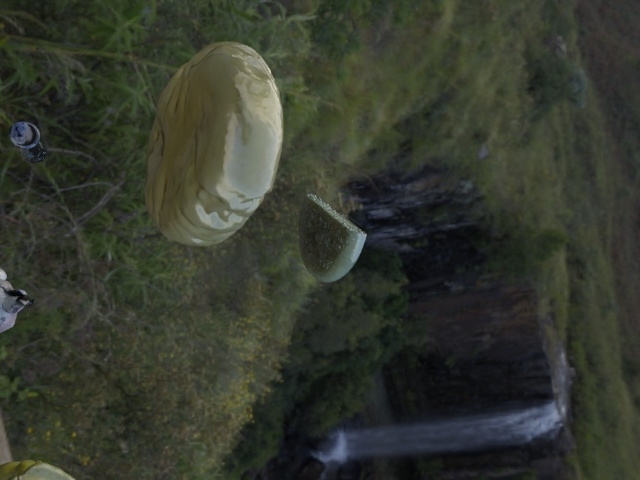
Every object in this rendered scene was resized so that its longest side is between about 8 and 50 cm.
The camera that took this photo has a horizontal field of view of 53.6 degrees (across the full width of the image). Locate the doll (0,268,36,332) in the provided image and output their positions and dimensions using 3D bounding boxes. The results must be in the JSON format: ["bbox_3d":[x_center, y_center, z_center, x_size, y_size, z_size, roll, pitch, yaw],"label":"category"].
[{"bbox_3d":[-0.613,0.101,1.130,0.149,0.192,0.095,-46,160,-9],"label":"doll"}]

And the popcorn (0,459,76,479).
[{"bbox_3d":[-0.348,0.342,0.684,0.169,0.189,0.218,30,33,-40],"label":"popcorn"}]

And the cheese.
[{"bbox_3d":[-0.121,-0.109,0.735,0.117,0.214,0.226,10,65,-32],"label":"cheese"}]

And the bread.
[{"bbox_3d":[0.000,0.005,0.986,0.193,0.036,0.112,44,-59,57],"label":"bread"}]

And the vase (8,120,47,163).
[{"bbox_3d":[-0.623,-0.207,1.352,0.167,0.059,0.059,167,-84,-71],"label":"vase"}]
